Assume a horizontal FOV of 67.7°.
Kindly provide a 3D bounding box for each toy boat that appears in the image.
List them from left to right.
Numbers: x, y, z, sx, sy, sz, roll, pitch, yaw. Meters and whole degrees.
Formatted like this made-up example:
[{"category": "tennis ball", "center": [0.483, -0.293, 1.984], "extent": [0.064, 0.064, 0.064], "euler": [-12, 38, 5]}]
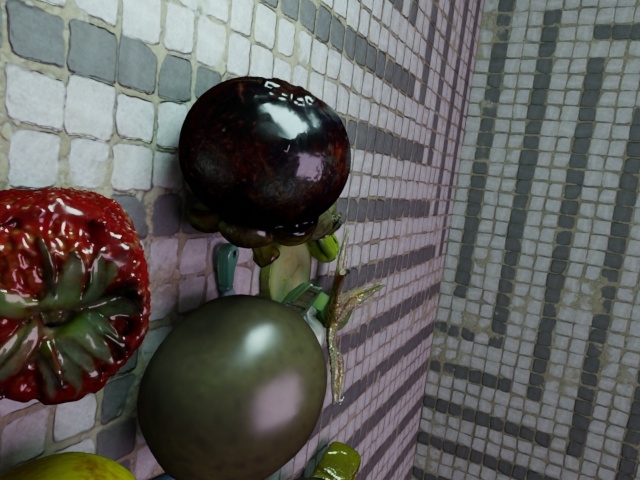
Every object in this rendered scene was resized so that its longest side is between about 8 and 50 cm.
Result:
[{"category": "toy boat", "center": [-0.102, 0.228, 1.219], "extent": [0.293, 0.055, 0.093], "euler": [-58, 145, 1]}]

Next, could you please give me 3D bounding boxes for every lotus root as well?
[{"category": "lotus root", "center": [-0.047, -0.124, 1.157], "extent": [0.173, 0.173, 0.309], "euler": [-60, 147, -32]}]

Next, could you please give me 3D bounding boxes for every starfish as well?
[{"category": "starfish", "center": [0.080, 0.196, 1.397], "extent": [0.398, 0.132, 0.383], "euler": [-47, 144, -57]}]

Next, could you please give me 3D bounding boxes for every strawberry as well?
[{"category": "strawberry", "center": [-0.343, 0.057, 0.624], "extent": [0.261, 0.258, 0.260], "euler": [-10, 110, -30]}]

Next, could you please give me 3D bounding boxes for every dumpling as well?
[{"category": "dumpling", "center": [-0.038, 0.277, 1.378], "extent": [0.127, 0.108, 0.187], "euler": [17, 71, -85]}]

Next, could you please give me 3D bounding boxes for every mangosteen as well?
[{"category": "mangosteen", "center": [-0.106, -0.144, 0.888], "extent": [0.330, 0.330, 0.329], "euler": [-31, 127, -55]}]

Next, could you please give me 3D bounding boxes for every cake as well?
[{"category": "cake", "center": [0.038, 0.848, 1.668], "extent": [0.260, 0.156, 0.179], "euler": [-43, 152, -41]}]

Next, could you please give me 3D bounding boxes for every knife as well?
[{"category": "knife", "center": [-0.210, 0.126, 1.075], "extent": [0.063, 0.035, 0.260], "euler": [-46, 146, -63]}]

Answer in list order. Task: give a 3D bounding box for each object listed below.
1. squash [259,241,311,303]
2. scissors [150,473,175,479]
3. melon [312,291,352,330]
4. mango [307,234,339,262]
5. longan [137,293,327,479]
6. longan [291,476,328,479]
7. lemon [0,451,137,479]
[{"category": "squash", "center": [-0.086, 0.088, 1.275], "extent": [0.219, 0.041, 0.219], "euler": [-32, 127, -56]}, {"category": "scissors", "center": [-0.358, 0.510, 0.923], "extent": [0.447, 0.029, 0.192], "euler": [28, 74, -62]}, {"category": "melon", "center": [0.032, 0.227, 1.530], "extent": [0.209, 0.064, 0.117], "euler": [43, 63, -56]}, {"category": "mango", "center": [0.000, 0.000, 1.376], "extent": [0.091, 0.074, 0.165], "euler": [-61, 141, -31]}, {"category": "longan", "center": [-0.166, 0.279, 0.910], "extent": [0.361, 0.361, 0.360], "euler": [-31, 127, -55]}, {"category": "longan", "center": [-0.032, 0.884, 1.339], "extent": [0.404, 0.337, 0.404], "euler": [-170, -90, -81]}, {"category": "lemon", "center": [-0.367, 0.421, 0.642], "extent": [0.267, 0.268, 0.267], "euler": [-31, 127, -55]}]
